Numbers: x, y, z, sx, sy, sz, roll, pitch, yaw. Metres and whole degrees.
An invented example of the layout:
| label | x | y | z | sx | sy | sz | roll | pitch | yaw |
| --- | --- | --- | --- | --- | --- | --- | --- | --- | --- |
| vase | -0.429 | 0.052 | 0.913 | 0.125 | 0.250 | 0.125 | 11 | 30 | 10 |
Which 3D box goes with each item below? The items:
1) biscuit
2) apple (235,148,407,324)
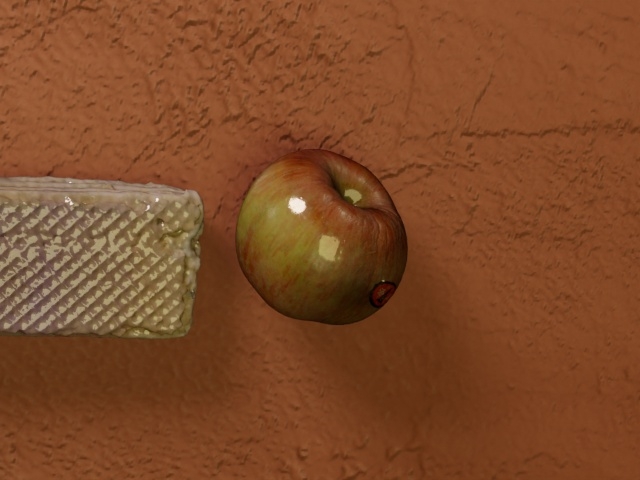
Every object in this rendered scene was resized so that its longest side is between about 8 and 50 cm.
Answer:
| label | x | y | z | sx | sy | sz | roll | pitch | yaw |
| --- | --- | --- | --- | --- | --- | --- | --- | --- | --- |
| biscuit | -0.199 | 0.009 | 1.091 | 0.239 | 0.062 | 0.108 | 2 | 104 | -21 |
| apple | -0.002 | -0.002 | 1.122 | 0.126 | 0.126 | 0.102 | 27 | 121 | -24 |
